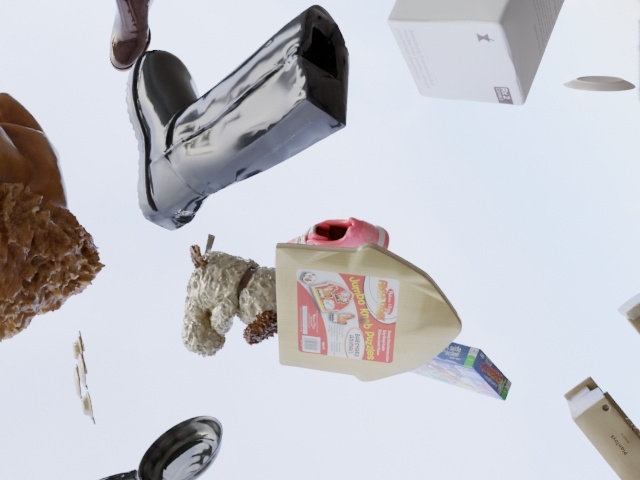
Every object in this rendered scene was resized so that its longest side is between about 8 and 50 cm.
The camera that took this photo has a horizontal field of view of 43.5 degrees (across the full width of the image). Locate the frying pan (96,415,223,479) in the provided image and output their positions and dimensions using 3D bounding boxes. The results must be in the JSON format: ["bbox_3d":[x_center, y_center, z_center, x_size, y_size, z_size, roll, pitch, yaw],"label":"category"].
[{"bbox_3d":[-0.333,0.473,1.623,0.197,0.326,0.053,25,147,61],"label":"frying pan"}]

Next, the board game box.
[{"bbox_3d":[0.195,0.197,1.310,0.136,0.201,0.035,44,-115,-44],"label":"board game box"}]

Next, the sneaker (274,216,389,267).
[{"bbox_3d":[0.000,-0.001,1.851,0.136,0.314,0.116,35,-128,-43],"label":"sneaker"}]

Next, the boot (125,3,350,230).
[{"bbox_3d":[-0.150,-0.261,1.344,0.146,0.445,0.367,7,-116,-41],"label":"boot"}]

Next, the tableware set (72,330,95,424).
[{"bbox_3d":[-0.463,0.266,1.563,0.020,0.168,0.141,-7,-148,-24],"label":"tableware set"}]

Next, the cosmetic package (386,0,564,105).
[{"bbox_3d":[0.203,-0.293,1.017,0.183,0.151,0.151,-65,-34,-20],"label":"cosmetic package"}]

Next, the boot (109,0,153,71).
[{"bbox_3d":[-0.407,-0.490,1.648,0.090,0.248,0.207,17,176,8],"label":"boot"}]

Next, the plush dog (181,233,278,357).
[{"bbox_3d":[-0.152,0.104,1.645,0.225,0.210,0.262,10,-139,15],"label":"plush dog"}]

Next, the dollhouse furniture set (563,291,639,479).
[{"bbox_3d":[0.413,0.160,0.919,0.212,0.242,0.161,53,-170,11],"label":"dollhouse furniture set"}]

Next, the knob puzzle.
[{"bbox_3d":[0.051,0.074,0.846,0.213,0.213,0.030,41,-145,-18],"label":"knob puzzle"}]

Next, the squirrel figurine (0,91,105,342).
[{"bbox_3d":[-0.466,-0.063,1.030,0.397,0.281,0.370,46,169,12],"label":"squirrel figurine"}]

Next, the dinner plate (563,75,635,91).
[{"bbox_3d":[0.573,-0.324,1.648,0.141,0.141,0.017,-40,-48,-61],"label":"dinner plate"}]
